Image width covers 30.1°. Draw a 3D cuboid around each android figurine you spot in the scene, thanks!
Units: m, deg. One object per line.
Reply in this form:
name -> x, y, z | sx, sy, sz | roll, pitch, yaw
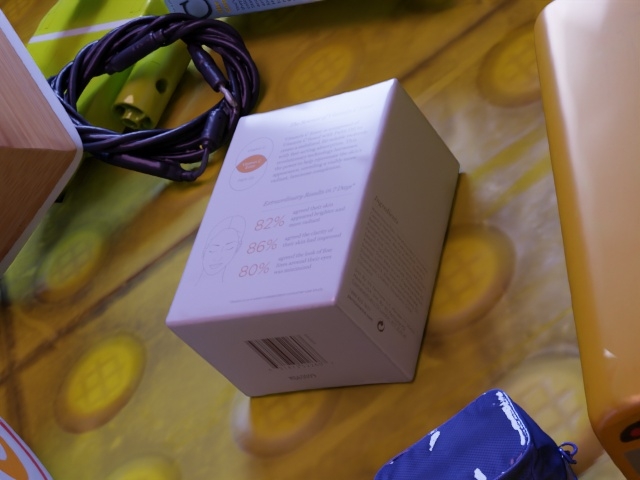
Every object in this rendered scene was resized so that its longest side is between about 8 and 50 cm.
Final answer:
android figurine -> -0.224, -0.153, 1.118 | 0.248, 0.056, 0.273 | -2, 54, 40

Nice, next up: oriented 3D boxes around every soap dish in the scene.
soap dish -> -0.344, -0.103, 0.988 | 0.229, 0.118, 0.291 | -48, 67, 30

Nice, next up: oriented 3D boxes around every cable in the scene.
cable -> -0.146, -0.128, 0.987 | 0.184, 0.047, 0.150 | 15, 71, 22

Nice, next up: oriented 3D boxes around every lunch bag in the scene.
lunch bag -> 0.083, 0.127, 0.586 | 0.098, 0.065, 0.067 | -36, 23, 9

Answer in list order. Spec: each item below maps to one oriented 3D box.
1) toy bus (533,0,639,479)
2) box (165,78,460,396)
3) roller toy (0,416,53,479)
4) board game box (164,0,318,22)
toy bus -> 0.181, -0.030, 0.596 | 0.108, 0.130, 0.333 | -22, 43, 24
box -> 0.000, 0.000, 0.754 | 0.130, 0.091, 0.170 | -9, 49, 35
roller toy -> -0.261, 0.172, 0.737 | 0.146, 0.191, 0.209 | -45, 74, -5
board game box -> -0.017, -0.287, 0.976 | 0.275, 0.144, 0.142 | 0, 40, 40
